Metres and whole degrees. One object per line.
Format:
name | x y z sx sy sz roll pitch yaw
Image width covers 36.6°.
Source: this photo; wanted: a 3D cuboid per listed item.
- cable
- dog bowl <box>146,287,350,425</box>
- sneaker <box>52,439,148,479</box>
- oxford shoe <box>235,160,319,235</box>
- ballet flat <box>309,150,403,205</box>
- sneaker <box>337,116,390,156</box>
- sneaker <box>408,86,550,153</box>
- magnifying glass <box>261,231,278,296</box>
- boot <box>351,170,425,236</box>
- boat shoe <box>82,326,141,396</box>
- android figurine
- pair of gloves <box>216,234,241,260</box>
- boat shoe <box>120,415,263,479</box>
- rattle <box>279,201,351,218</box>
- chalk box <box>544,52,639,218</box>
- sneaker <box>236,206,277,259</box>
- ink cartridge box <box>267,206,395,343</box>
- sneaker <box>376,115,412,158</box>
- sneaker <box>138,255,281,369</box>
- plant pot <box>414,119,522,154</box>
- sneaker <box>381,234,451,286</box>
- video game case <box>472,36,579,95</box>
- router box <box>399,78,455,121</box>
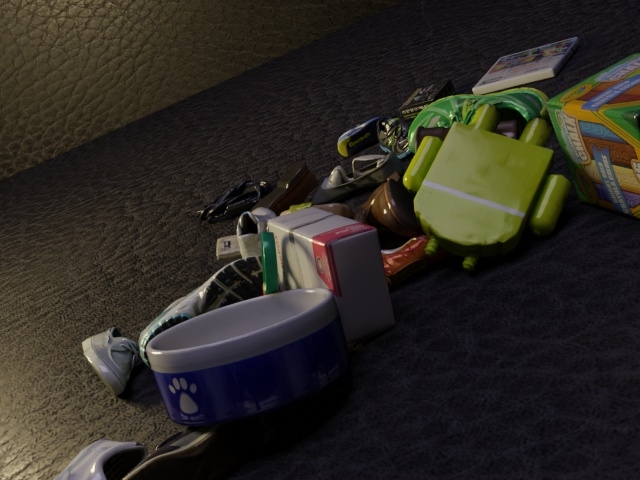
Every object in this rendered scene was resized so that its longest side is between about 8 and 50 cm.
cable | -0.204 -0.094 2.214 0.184 0.047 0.150 -21 21 14
dog bowl | -0.096 0.153 1.319 0.265 0.104 0.265 -16 7 2
sneaker | -0.310 0.336 1.236 0.091 0.094 0.258 -20 20 28
oxford shoe | -0.085 -0.062 1.982 0.212 0.076 0.076 -45 25 -5
ballet flat | 0.064 -0.130 1.960 0.213 0.068 0.072 -18 22 21
sneaker | 0.101 -0.245 2.217 0.144 0.053 0.059 -25 19 -2
sneaker | 0.293 -0.224 1.864 0.295 0.109 0.123 -12 21 32
magnifying glass | -0.078 0.063 1.507 0.026 0.231 0.092 -4 63 -7
boot | 0.115 -0.037 1.627 0.115 0.112 0.305 -36 5 8
boat shoe | -0.351 0.194 1.646 0.081 0.079 0.227 -35 19 -11
android figurine | 0.249 -0.081 1.481 0.248 0.056 0.273 19 69 20
pair of gloves | -0.088 0.030 1.783 0.204 0.042 0.240 -20 27 -2
boat shoe | -0.176 0.287 1.234 0.223 0.080 0.073 -30 14 -28
rattle | 0.000 0.000 1.712 0.130 0.143 0.200 -22 -5 -7
chalk box | 0.463 -0.157 1.408 0.180 0.179 0.289 -30 21 -12
sneaker | -0.117 -0.026 1.771 0.071 0.083 0.191 -17 27 8
ink cartridge box | 0.012 0.047 1.457 0.092 0.158 0.218 -19 17 -23
sneaker | 0.164 -0.223 2.053 0.067 0.078 0.188 -30 22 -12
sneaker | -0.191 0.108 1.632 0.283 0.110 0.122 -33 18 -18
plant pot | 0.258 -0.123 1.614 0.165 0.167 0.167 -9 25 18
sneaker | 0.129 0.040 1.514 0.175 0.064 0.067 -19 47 18
video game case | 0.467 -0.394 2.194 0.201 0.023 0.183 -9 26 39
router box | 0.250 -0.326 2.257 0.092 0.038 0.122 -9 26 35
